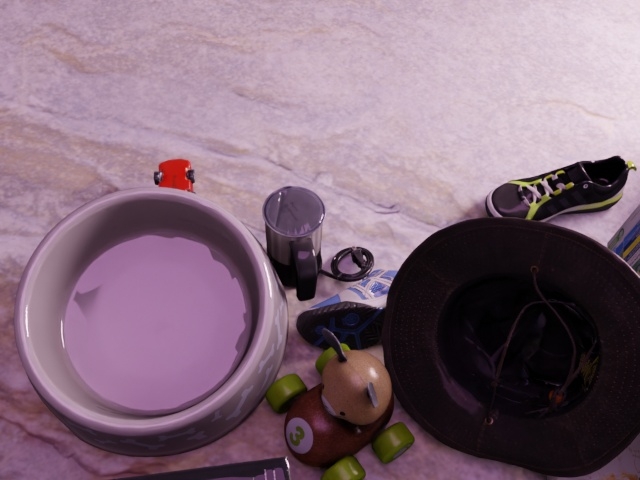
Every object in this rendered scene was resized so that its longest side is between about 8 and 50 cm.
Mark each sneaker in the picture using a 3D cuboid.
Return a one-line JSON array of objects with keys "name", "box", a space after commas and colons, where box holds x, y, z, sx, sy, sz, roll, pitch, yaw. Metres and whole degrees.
[{"name": "sneaker", "box": [0.068, 0.091, 0.929, 0.211, 0.080, 0.081, -12, 33, -8]}, {"name": "sneaker", "box": [0.364, -0.088, 1.029, 0.235, 0.097, 0.084, -13, 58, -10]}]

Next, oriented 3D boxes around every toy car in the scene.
[{"name": "toy car", "box": [0.026, 0.184, 0.789, 0.149, 0.188, 0.155, -29, 62, -19]}, {"name": "toy car", "box": [-0.228, 0.010, 0.973, 0.225, 0.053, 0.239, -34, 64, -21]}]

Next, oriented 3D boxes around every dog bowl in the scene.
[{"name": "dog bowl", "box": [-0.212, 0.090, 0.848, 0.349, 0.102, 0.349, 2, 70, -4]}]

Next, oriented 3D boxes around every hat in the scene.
[{"name": "hat", "box": [0.249, 0.116, 0.837, 0.331, 0.331, 0.134, 36, 22, 20]}]

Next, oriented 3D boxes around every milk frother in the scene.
[{"name": "milk frother", "box": [0.000, 0.000, 0.938, 0.143, 0.135, 0.129, -27, 63, -18]}]

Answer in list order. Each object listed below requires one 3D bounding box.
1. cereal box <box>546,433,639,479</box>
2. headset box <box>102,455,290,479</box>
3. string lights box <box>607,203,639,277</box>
[{"name": "cereal box", "box": [0.351, 0.337, 0.784, 0.173, 0.047, 0.240, 12, 58, 5]}, {"name": "headset box", "box": [-0.162, 0.323, 0.661, 0.283, 0.246, 0.131, -6, 58, -5]}, {"name": "string lights box", "box": [0.440, 0.084, 0.899, 0.077, 0.133, 0.259, 16, 58, 5]}]
